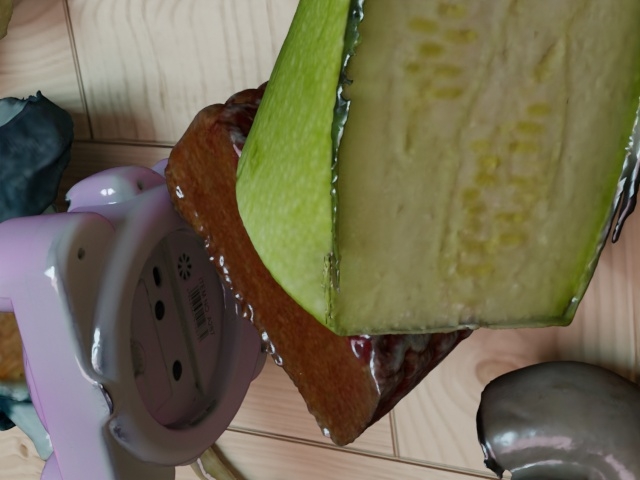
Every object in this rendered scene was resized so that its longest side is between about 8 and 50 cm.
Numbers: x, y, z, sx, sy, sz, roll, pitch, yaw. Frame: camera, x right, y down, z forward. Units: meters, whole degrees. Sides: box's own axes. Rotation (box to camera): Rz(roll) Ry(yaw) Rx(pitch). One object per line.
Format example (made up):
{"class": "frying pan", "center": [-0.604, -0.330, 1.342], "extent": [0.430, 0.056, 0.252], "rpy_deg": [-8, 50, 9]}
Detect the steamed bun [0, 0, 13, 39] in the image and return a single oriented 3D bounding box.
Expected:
{"class": "steamed bun", "center": [-0.333, -0.244, 1.070], "extent": [0.296, 0.137, 0.292], "rpy_deg": [-13, 100, 28]}

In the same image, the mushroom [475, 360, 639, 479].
{"class": "mushroom", "center": [0.189, 0.157, 0.928], "extent": [0.117, 0.141, 0.188], "rpy_deg": [-35, 94, 17]}

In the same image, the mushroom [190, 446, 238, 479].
{"class": "mushroom", "center": [-0.088, 0.194, 1.171], "extent": [0.187, 0.061, 0.060], "rpy_deg": [47, 134, 10]}

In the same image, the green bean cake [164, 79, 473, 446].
{"class": "green bean cake", "center": [0.000, 0.000, 0.934], "extent": [0.232, 0.198, 0.097], "rpy_deg": [46, 127, 11]}

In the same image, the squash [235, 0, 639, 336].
{"class": "squash", "center": [0.103, -0.125, 0.796], "extent": [0.309, 0.234, 0.210], "rpy_deg": [-60, 42, 36]}

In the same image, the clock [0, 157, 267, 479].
{"class": "clock", "center": [-0.124, 0.059, 1.003], "extent": [0.090, 0.248, 0.227], "rpy_deg": [-2, 111, 26]}

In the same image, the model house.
{"class": "model house", "center": [-0.230, 0.051, 1.092], "extent": [0.291, 0.184, 0.253], "rpy_deg": [59, 154, -13]}
